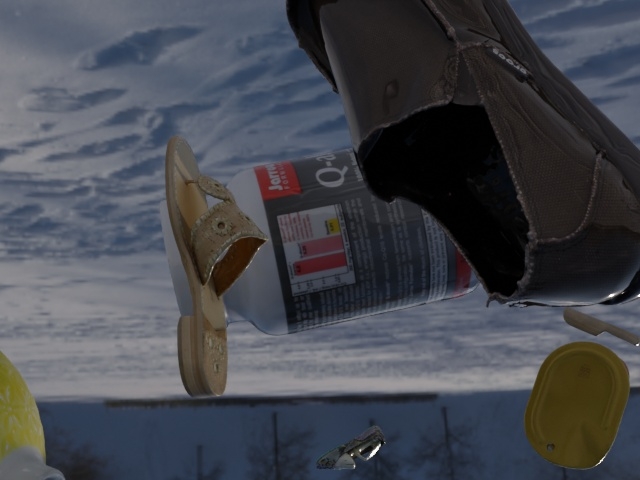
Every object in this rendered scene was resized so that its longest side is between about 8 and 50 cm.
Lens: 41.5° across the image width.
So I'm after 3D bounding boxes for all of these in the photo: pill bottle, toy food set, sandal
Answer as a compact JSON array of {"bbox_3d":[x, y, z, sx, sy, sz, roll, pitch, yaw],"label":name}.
[{"bbox_3d":[0.000,0.000,1.036,0.362,0.210,0.210,-12,169,-7],"label":"pill bottle"},{"bbox_3d":[0.373,0.218,1.191,0.128,0.218,0.071,15,163,35],"label":"toy food set"},{"bbox_3d":[-0.082,0.016,0.754,0.079,0.240,0.088,-9,164,13],"label":"sandal"}]

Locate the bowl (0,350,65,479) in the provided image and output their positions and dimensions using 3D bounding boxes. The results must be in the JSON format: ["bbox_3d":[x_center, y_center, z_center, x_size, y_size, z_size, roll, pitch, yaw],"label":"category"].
[{"bbox_3d":[-0.287,0.203,0.631,0.155,0.290,0.289,15,170,9],"label":"bowl"}]

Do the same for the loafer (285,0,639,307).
[{"bbox_3d":[0.075,-0.098,0.573,0.130,0.366,0.134,-16,141,-35],"label":"loafer"}]

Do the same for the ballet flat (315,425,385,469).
[{"bbox_3d":[0.049,0.317,1.257,0.114,0.041,0.041,-26,175,-19],"label":"ballet flat"}]
